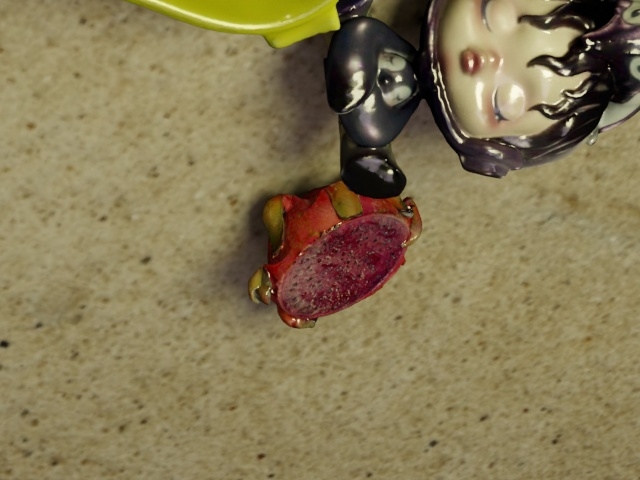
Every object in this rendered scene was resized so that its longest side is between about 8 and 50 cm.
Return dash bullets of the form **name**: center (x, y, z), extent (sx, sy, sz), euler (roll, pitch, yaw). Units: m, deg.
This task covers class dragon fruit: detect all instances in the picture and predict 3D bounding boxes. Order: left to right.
- **dragon fruit**: center (0.004, -0.001, 1.196), extent (0.126, 0.068, 0.112), euler (-38, 148, 1)

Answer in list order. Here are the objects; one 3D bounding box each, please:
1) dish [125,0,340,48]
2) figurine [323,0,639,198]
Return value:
- **dish**: center (-0.067, -0.234, 0.933), extent (0.262, 0.108, 0.221), euler (23, 121, -30)
- **figurine**: center (0.113, -0.104, 1.096), extent (0.222, 0.145, 0.145), euler (-6, 133, 2)
